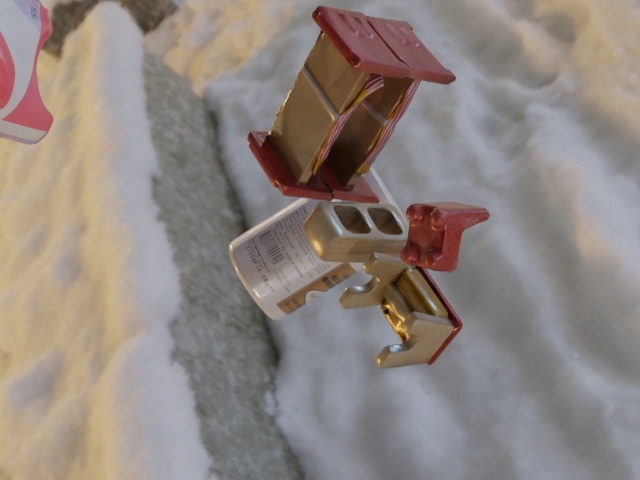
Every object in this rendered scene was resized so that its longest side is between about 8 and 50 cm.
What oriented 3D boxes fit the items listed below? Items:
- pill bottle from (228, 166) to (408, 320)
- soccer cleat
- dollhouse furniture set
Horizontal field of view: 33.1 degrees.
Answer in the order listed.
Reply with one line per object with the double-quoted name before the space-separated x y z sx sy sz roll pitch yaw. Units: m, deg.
"pill bottle" 0.000 0.000 1.492 0.229 0.131 0.131 -32 35 7
"soccer cleat" -0.221 -0.171 0.713 0.083 0.095 0.248 -30 50 28
"dollhouse furniture set" 0.084 -0.066 1.192 0.201 0.152 0.374 -57 49 32
